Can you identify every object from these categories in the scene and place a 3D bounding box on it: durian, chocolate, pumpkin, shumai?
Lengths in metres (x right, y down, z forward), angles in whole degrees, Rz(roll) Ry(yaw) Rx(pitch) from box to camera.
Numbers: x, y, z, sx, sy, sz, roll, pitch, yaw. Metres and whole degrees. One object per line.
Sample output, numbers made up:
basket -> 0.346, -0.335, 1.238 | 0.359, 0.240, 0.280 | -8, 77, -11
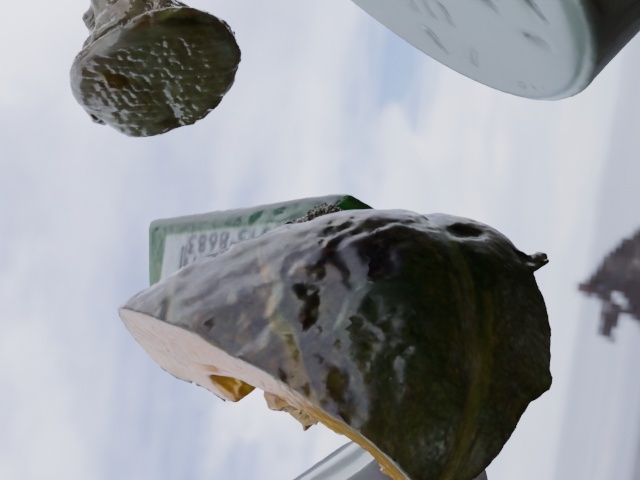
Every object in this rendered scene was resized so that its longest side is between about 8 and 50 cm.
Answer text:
durian -> 0.000, 0.000, 1.550 | 0.091, 0.080, 0.080 | -72, -13, -71
chocolate -> -0.003, 0.079, 2.125 | 0.341, 0.360, 0.161 | 29, -115, -40
pumpkin -> 0.002, 0.024, 0.942 | 0.163, 0.278, 0.111 | -56, -48, -15
shumai -> -0.193, -0.215, 1.811 | 0.201, 0.201, 0.120 | 82, 173, -53

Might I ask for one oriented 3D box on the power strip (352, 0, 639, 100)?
power strip -> 0.071, -0.233, 0.872 | 0.161, 0.357, 0.357 | -48, -20, -9

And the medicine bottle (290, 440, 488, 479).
medicine bottle -> -0.011, 0.236, 1.229 | 0.296, 0.111, 0.161 | -31, -8, -34
